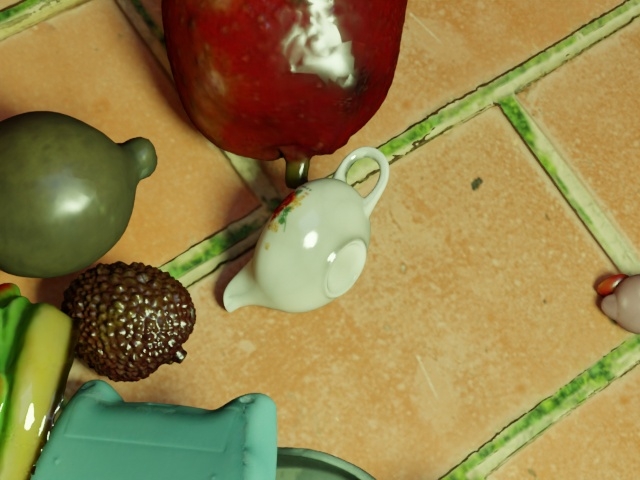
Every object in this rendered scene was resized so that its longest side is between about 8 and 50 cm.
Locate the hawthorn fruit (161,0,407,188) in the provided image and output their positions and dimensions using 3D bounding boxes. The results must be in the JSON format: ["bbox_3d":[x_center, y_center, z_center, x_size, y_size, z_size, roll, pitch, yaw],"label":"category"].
[{"bbox_3d":[-0.037,-0.206,1.839,0.265,0.265,0.307,3,87,-21],"label":"hawthorn fruit"}]

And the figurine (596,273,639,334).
[{"bbox_3d":[0.354,0.070,1.975,0.083,0.067,0.071,-7,48,-8],"label":"figurine"}]

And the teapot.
[{"bbox_3d":[0.000,0.000,1.813,0.092,0.145,0.226,32,76,27],"label":"teapot"}]

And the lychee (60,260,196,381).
[{"bbox_3d":[-0.187,0.078,1.715,0.129,0.123,0.123,20,61,-19],"label":"lychee"}]

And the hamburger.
[{"bbox_3d":[-0.316,0.144,1.581,0.149,0.237,0.237,19,61,-10],"label":"hamburger"}]

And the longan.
[{"bbox_3d":[-0.255,-0.051,1.712,0.204,0.185,0.159,-21,118,-8],"label":"longan"}]

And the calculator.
[{"bbox_3d":[-0.180,0.298,1.579,0.256,0.054,0.386,3,61,22],"label":"calculator"}]

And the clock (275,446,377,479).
[{"bbox_3d":[-0.050,0.334,1.577,0.325,0.067,0.325,-11,53,14],"label":"clock"}]
